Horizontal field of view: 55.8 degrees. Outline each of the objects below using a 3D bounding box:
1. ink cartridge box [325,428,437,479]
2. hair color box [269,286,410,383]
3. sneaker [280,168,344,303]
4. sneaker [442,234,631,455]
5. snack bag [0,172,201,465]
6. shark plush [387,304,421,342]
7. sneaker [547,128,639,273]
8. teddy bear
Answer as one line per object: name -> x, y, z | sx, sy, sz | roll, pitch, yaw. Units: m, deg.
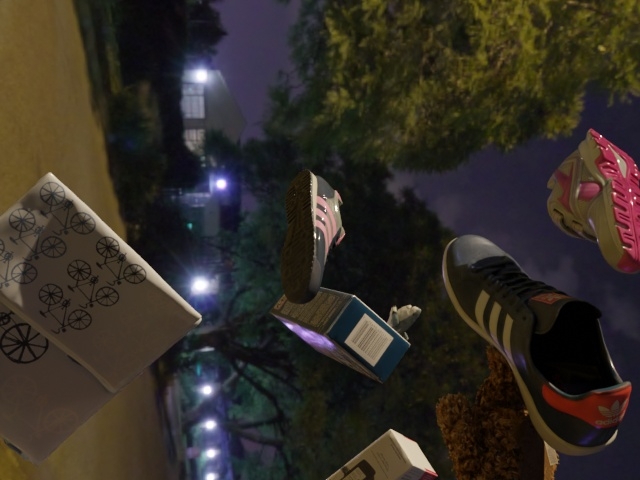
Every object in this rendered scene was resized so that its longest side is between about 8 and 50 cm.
ink cartridge box -> 0.121, 0.550, 1.362 | 0.172, 0.237, 0.100 | 44, 8, -51
hair color box -> 0.029, 0.193, 1.345 | 0.105, 0.174, 0.347 | -52, -162, -13
sneaker -> 0.000, 0.000, 1.234 | 0.112, 0.131, 0.319 | -31, -138, 39
sneaker -> 0.280, 0.092, 0.794 | 0.148, 0.131, 0.350 | 90, -22, -48
snack bag -> -0.394, 0.127, 0.855 | 0.323, 0.342, 0.037 | 52, -7, -30
shark plush -> 0.188, 0.231, 1.466 | 0.073, 0.067, 0.161 | 68, 41, -85
sneaker -> 0.367, -0.036, 0.795 | 0.111, 0.103, 0.252 | -50, -165, 36
teddy bear -> 0.252, 0.297, 0.815 | 0.113, 0.245, 0.338 | -32, -141, 52
